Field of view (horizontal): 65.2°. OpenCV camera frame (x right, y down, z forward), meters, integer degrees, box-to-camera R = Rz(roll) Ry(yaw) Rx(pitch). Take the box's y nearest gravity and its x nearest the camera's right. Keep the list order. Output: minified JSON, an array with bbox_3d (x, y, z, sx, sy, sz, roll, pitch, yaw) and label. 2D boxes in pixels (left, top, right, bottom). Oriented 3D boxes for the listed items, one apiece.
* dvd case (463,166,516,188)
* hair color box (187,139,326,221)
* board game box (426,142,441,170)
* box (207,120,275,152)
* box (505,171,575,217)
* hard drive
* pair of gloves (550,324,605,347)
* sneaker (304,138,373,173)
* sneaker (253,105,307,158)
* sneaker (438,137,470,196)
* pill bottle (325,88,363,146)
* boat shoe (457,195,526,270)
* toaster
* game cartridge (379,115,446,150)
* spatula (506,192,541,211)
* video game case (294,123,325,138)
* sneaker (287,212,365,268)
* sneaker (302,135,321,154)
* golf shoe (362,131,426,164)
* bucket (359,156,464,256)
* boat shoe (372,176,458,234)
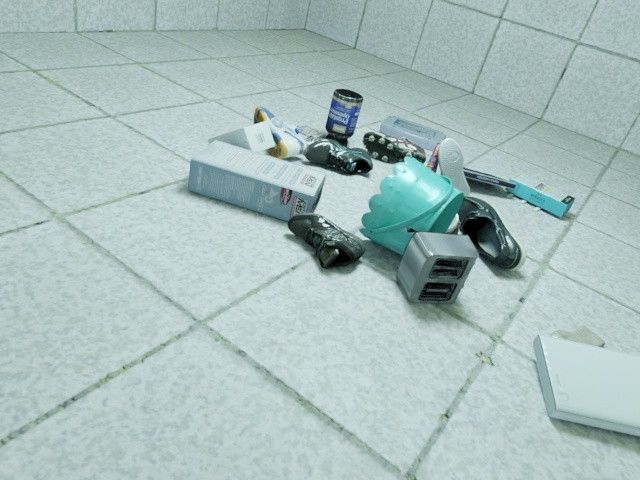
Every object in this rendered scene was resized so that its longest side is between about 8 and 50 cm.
[{"bbox_3d":[0.642,-0.263,2.032,0.239,0.029,0.179,12,15,-14],"label":"dvd case"},{"bbox_3d":[-0.188,-0.179,1.527,0.375,0.113,0.185,17,32,4],"label":"hair color box"},{"bbox_3d":[0.415,-0.258,1.875,0.027,0.144,0.281,16,31,13],"label":"board game box"},{"bbox_3d":[-0.264,-0.327,1.675,0.171,0.090,0.130,-7,17,34],"label":"box"},{"bbox_3d":[0.882,-0.187,2.017,0.244,0.060,0.101,35,41,29],"label":"box"},{"bbox_3d":[0.643,0.325,1.105,0.308,0.040,0.203,12,40,0],"label":"hard drive"},{"bbox_3d":[0.677,0.296,1.212,0.204,0.042,0.240,-6,37,-31],"label":"pair of gloves"},{"bbox_3d":[0.074,-0.306,1.852,0.268,0.101,0.106,3,36,-18],"label":"sneaker"},{"bbox_3d":[-0.156,-0.409,1.908,0.131,0.111,0.296,-12,51,-28],"label":"sneaker"},{"bbox_3d":[0.475,-0.281,1.880,0.094,0.255,0.151,-24,32,1],"label":"sneaker"},{"bbox_3d":[0.089,-0.493,2.037,0.123,0.219,0.122,11,31,-7],"label":"pill bottle"},{"bbox_3d":[0.505,-0.038,1.586,0.113,0.127,0.339,10,39,-31],"label":"boat shoe"},{"bbox_3d":[0.293,0.067,1.289,0.186,0.167,0.110,4,34,-18],"label":"toaster"},{"bbox_3d":[0.437,-0.507,2.370,0.298,0.062,0.198,22,36,11],"label":"game cartridge"},{"bbox_3d":[0.882,-0.181,2.074,0.168,0.019,0.242,36,37,29],"label":"spatula"},{"bbox_3d":[-0.052,-0.465,2.132,0.122,0.011,0.087,30,35,24],"label":"video game case"},{"bbox_3d":[0.000,0.000,1.347,0.228,0.087,0.130,29,27,12],"label":"sneaker"},{"bbox_3d":[-0.016,-0.377,1.958,0.171,0.063,0.074,-8,44,-25],"label":"sneaker"},{"bbox_3d":[0.301,-0.377,2.048,0.273,0.105,0.120,24,43,-2],"label":"golf shoe"},{"bbox_3d":[0.264,-0.081,1.426,0.183,0.281,0.281,34,36,20],"label":"bucket"},{"bbox_3d":[0.306,-0.102,1.632,0.325,0.096,0.116,32,76,32],"label":"boat shoe"}]
